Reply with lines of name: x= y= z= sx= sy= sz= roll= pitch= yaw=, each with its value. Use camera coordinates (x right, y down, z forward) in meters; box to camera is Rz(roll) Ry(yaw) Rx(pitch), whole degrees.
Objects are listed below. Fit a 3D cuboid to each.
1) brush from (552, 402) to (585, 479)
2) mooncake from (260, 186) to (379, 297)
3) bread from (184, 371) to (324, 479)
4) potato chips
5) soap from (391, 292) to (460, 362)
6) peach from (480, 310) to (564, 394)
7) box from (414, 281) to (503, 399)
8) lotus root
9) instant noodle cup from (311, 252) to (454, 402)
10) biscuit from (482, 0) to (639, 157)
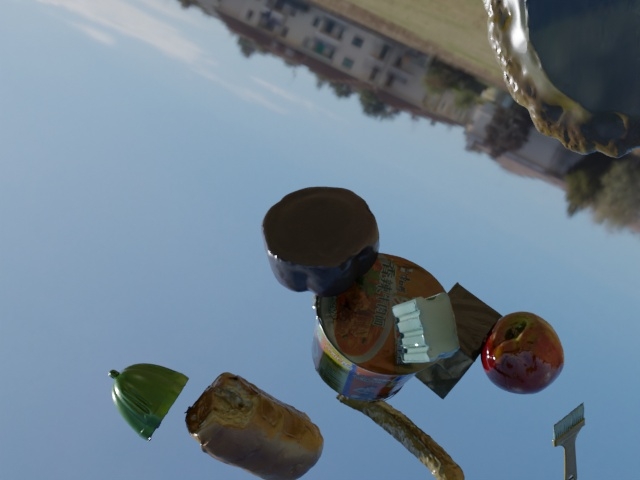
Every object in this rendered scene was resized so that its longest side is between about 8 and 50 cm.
brush: x=0.478 y=0.403 z=1.705 sx=0.083 sy=0.218 sz=0.010 roll=-30 pitch=-140 yaw=-20
mooncake: x=0.000 y=0.000 z=1.772 sx=0.245 sy=0.245 sz=0.133 roll=32 pitch=150 yaw=29
bread: x=-0.149 y=0.457 z=2.103 sx=0.344 sy=0.195 sz=0.149 roll=35 pitch=-174 yaw=-40
potato chips: x=0.174 y=0.424 z=1.981 sx=0.057 sy=0.080 sz=0.407 roll=-4 pitch=-152 yaw=-42
soap: x=0.186 y=0.159 z=1.591 sx=0.064 sy=0.114 sz=0.198 roll=-10 pitch=174 yaw=-9
peach: x=0.447 y=0.259 z=1.972 sx=0.197 sy=0.197 sz=0.197 roll=24 pitch=-168 yaw=-6
box: x=0.306 y=0.236 z=2.108 sx=0.149 sy=0.155 sz=0.231 roll=38 pitch=-147 yaw=11
lotus root: x=-0.424 y=0.353 z=2.083 sx=0.186 sy=0.186 sz=0.186 roll=24 pitch=-168 yaw=-6
instant noodle cup: x=0.113 y=0.199 z=1.879 sx=0.297 sy=0.214 sz=0.296 roll=6 pitch=-124 yaw=-9
biscuit: x=0.380 y=-0.278 z=1.118 sx=0.329 sy=0.335 sz=0.078 roll=55 pitch=-156 yaw=-5
